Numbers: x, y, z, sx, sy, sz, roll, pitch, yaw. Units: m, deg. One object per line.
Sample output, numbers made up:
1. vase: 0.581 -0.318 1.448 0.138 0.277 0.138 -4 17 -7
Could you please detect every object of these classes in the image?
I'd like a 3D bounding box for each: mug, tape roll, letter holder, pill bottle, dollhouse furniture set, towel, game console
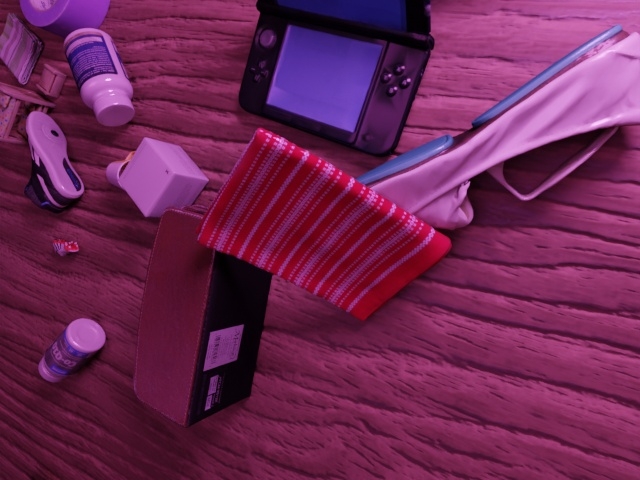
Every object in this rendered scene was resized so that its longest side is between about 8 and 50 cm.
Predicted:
1. mug: -0.375 -0.131 0.848 0.064 0.078 0.062 13 128 34
2. tape roll: -0.529 -0.521 0.902 0.188 0.080 0.189 0 89 27
3. letter holder: -0.216 0.096 0.712 0.214 0.152 0.302 14 97 27
4. pill bottle: -0.420 -0.310 0.841 0.094 0.094 0.169 -31 77 23
5. dollhouse furniture set: -0.683 -0.331 0.962 0.161 0.101 0.182 36 106 19
6. pill bottle: -0.514 0.229 0.898 0.137 0.078 0.078 -42 73 21
7. towel: -0.715 -0.453 1.026 0.152 0.023 0.113 43 107 20
8. towel: 0.000 0.000 0.549 0.274 0.031 0.199 28 131 -18
9. game console: -0.014 -0.278 0.589 0.293 0.173 0.250 25 105 25

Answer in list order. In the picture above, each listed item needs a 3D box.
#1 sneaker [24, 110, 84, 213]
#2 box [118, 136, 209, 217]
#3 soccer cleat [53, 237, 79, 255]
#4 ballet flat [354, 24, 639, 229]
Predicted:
1. sneaker: -0.603 -0.160 0.939 0.121 0.079 0.217 -31 78 21
2. box: -0.278 -0.107 0.775 0.102 0.087 0.101 47 109 18
3. soccer cleat: -0.550 0.019 0.945 0.083 0.029 0.036 14 105 29
4. ballet flat: 0.191 -0.089 0.532 0.400 0.139 0.139 -28 78 23
